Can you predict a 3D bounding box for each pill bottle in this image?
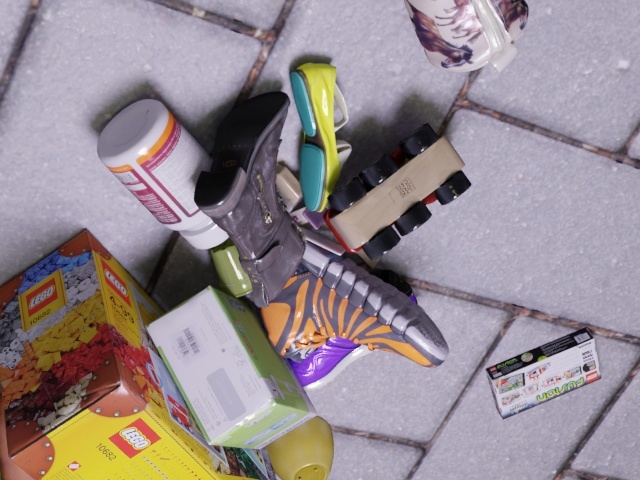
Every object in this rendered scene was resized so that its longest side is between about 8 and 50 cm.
[{"bbox_3d":[-0.214,-0.092,1.768,0.121,0.121,0.221,-35,128,7],"label":"pill bottle"}]

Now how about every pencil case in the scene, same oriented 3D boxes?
[{"bbox_3d":[0.153,-0.417,1.627,0.160,0.183,0.410,-29,129,2],"label":"pencil case"}]

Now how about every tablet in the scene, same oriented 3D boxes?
[{"bbox_3d":[0.000,0.000,1.919,0.083,0.054,0.006,26,103,6],"label":"tablet"}]

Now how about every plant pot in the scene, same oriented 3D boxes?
[{"bbox_3d":[-0.137,0.035,1.919,0.083,0.083,0.079,-24,115,-2],"label":"plant pot"},{"bbox_3d":[-0.030,0.394,2.188,0.134,0.095,0.134,-9,126,-13],"label":"plant pot"}]

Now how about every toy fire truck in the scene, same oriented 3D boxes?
[{"bbox_3d":[0.108,-0.052,1.902,0.217,0.246,0.158,-38,96,-13],"label":"toy fire truck"}]

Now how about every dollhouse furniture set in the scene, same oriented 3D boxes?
[{"bbox_3d":[-0.041,-0.076,1.910,0.114,0.091,0.081,49,143,-15],"label":"dollhouse furniture set"}]

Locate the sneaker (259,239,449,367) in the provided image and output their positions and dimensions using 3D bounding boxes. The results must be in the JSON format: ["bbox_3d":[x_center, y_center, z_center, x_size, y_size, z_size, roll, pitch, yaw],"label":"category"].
[{"bbox_3d":[0.040,0.140,1.929,0.180,0.321,0.124,-58,162,14],"label":"sneaker"}]

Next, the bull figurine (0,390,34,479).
[{"bbox_3d":[-0.468,0.332,1.926,0.101,0.310,0.188,-10,166,-30],"label":"bull figurine"}]

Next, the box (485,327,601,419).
[{"bbox_3d":[0.420,0.251,2.276,0.207,0.036,0.114,-22,128,-3],"label":"box"}]

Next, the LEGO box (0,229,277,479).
[{"bbox_3d":[-0.265,0.289,1.862,0.193,0.372,0.500,-33,128,5],"label":"LEGO box"}]

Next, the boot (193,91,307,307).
[{"bbox_3d":[-0.080,-0.062,1.794,0.091,0.263,0.229,5,145,34],"label":"boot"}]

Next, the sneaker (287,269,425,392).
[{"bbox_3d":[0.022,0.139,2.034,0.293,0.102,0.146,-29,121,-2],"label":"sneaker"}]

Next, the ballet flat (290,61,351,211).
[{"bbox_3d":[0.008,-0.156,1.816,0.077,0.077,0.231,-18,115,-25],"label":"ballet flat"}]

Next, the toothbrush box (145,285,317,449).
[{"bbox_3d":[-0.130,0.203,1.874,0.122,0.206,0.283,-32,165,6],"label":"toothbrush box"}]
